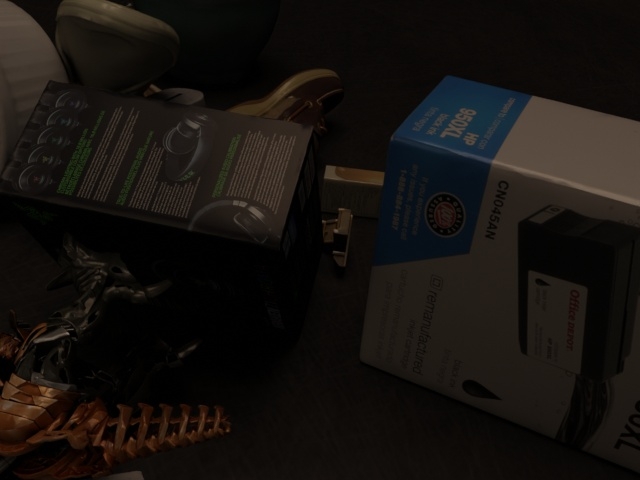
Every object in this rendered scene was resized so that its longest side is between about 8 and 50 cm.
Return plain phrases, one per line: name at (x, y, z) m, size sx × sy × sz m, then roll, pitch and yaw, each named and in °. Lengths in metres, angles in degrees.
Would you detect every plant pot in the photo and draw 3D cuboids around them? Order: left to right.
plant pot at (-0.219, -0.425, 1.361) m, size 0.293 × 0.196 × 0.293 m, roll 4°, pitch 34°, yaw -2°

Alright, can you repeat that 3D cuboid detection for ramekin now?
ramekin at (-0.465, -0.193, 0.932) m, size 0.277 × 0.277 × 0.135 m, roll 21°, pitch 30°, yaw 22°

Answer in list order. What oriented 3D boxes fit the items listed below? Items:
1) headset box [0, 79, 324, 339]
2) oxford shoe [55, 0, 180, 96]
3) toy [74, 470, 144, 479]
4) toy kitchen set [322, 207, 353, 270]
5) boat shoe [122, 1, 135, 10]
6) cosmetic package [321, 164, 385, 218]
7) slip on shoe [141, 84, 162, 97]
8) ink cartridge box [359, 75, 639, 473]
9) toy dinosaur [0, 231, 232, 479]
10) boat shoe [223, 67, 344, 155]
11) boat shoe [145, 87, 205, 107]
headset box at (-0.150, -0.022, 0.719) m, size 0.283 × 0.246 × 0.131 m, roll 12°, pitch 65°, yaw 7°
oxford shoe at (-0.315, -0.246, 1.014) m, size 0.169 × 0.130 × 0.449 m, roll 19°, pitch -6°, yaw -25°
toy at (-0.235, 0.248, 0.504) m, size 0.237 × 0.056 × 0.137 m, roll -5°, pitch 27°, yaw -25°
toy kitchen set at (0.000, 0.000, 0.894) m, size 0.075 × 0.083 × 0.068 m, roll 7°, pitch 76°, yaw 3°
boat shoe at (-0.429, -0.475, 1.511) m, size 0.084 × 0.079 × 0.233 m, roll 24°, pitch 40°, yaw 22°
cosmetic package at (0.060, -0.068, 1.004) m, size 0.115 × 0.060 × 0.041 m, roll 8°, pitch 34°, yaw 1°
slip on shoe at (-0.325, -0.264, 1.244) m, size 0.135 × 0.051 × 0.041 m, roll 38°, pitch 43°, yaw 27°
ink cartridge box at (0.258, 0.042, 0.671) m, size 0.394 × 0.286 × 0.166 m, roll 19°, pitch 38°, yaw 19°
toy dinosaur at (-0.219, 0.136, 0.601) m, size 0.321 × 0.164 × 0.218 m, roll 19°, pitch 44°, yaw 13°
boat shoe at (-0.053, -0.172, 1.113) m, size 0.123 × 0.123 × 0.342 m, roll 48°, pitch 42°, yaw 5°
boat shoe at (-0.254, -0.118, 0.975) m, size 0.121 × 0.119 × 0.335 m, roll 9°, pitch 28°, yaw 23°
